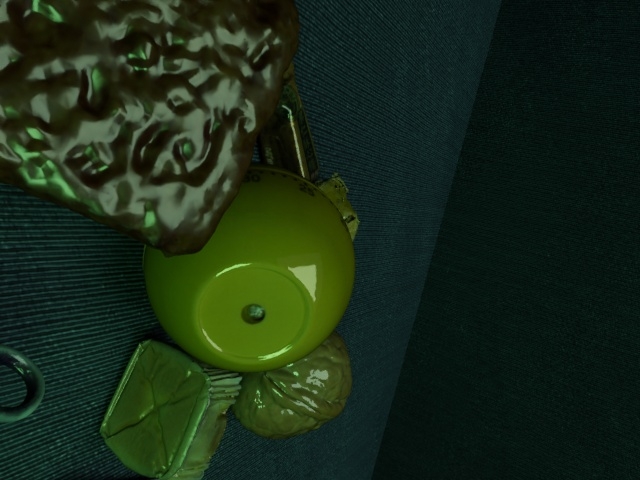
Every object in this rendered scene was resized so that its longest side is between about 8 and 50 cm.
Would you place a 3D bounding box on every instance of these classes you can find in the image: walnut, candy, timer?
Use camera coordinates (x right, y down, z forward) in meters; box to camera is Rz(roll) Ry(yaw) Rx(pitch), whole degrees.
[{"bbox_3d":[-0.065,0.315,1.115,0.313,0.277,0.252,40,33,-66],"label":"walnut"},{"bbox_3d":[-0.072,-0.215,0.976,0.143,0.101,0.271,-49,140,-47],"label":"candy"},{"bbox_3d":[-0.116,0.021,0.826,0.387,0.376,0.376,-113,-157,-62],"label":"timer"}]

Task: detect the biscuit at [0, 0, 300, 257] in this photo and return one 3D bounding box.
[{"bbox_3d":[-0.224,-0.195,0.479,0.395,0.166,0.343,27,85,-32],"label":"biscuit"}]

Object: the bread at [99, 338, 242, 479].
[{"bbox_3d":[-0.254,0.289,0.832,0.110,0.192,0.210,32,77,-64],"label":"bread"}]

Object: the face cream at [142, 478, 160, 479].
[{"bbox_3d":[-0.403,0.522,0.800,0.235,0.137,0.420,-66,160,-15],"label":"face cream"}]

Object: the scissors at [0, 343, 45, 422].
[{"bbox_3d":[-0.369,0.105,0.347,0.029,0.256,0.383,-35,-169,3],"label":"scissors"}]

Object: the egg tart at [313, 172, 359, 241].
[{"bbox_3d":[0.000,0.000,1.134,0.315,0.120,0.315,-50,158,-30],"label":"egg tart"}]
